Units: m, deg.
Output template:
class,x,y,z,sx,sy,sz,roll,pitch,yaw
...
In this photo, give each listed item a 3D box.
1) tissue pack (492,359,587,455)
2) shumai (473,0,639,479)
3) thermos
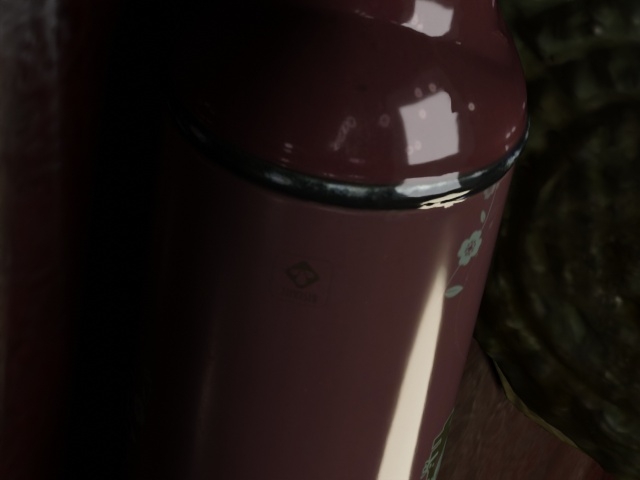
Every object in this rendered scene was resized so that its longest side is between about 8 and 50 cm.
class,x,y,z,sx,sy,sz,roll,pitch,yaw
tissue pack,0.218,-0.020,0.916,0.275,0.167,0.200,-55,155,-13
shumai,0.195,-0.072,0.694,0.263,0.304,0.309,-50,158,-47
thermos,0.005,0.005,0.600,0.136,0.109,0.330,-34,145,-44
